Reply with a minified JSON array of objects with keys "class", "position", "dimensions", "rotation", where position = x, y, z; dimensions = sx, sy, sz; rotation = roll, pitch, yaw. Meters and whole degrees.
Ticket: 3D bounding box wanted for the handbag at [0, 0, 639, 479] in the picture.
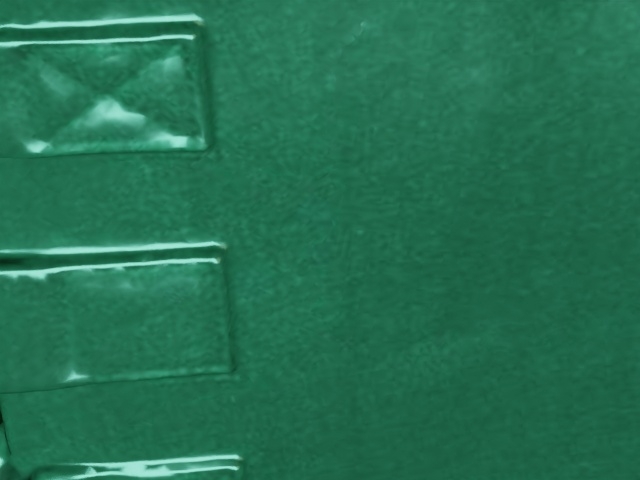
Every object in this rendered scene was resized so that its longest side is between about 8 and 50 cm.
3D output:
[{"class":"handbag","position":[0.001,-0.001,0.596],"dimensions":[0.238,0.089,0.326],"rotation":[-5,131,-4]}]
